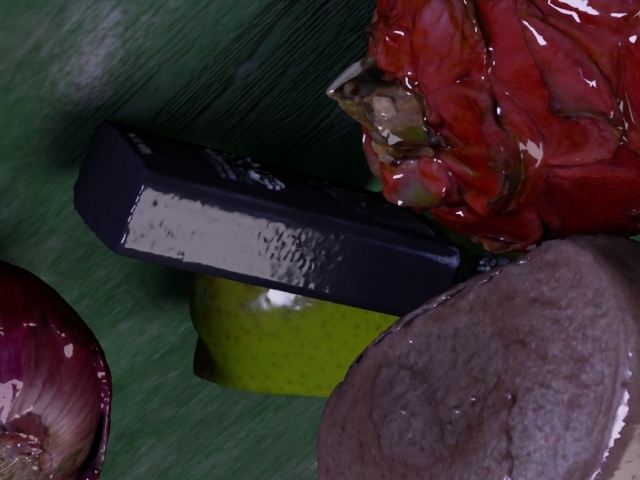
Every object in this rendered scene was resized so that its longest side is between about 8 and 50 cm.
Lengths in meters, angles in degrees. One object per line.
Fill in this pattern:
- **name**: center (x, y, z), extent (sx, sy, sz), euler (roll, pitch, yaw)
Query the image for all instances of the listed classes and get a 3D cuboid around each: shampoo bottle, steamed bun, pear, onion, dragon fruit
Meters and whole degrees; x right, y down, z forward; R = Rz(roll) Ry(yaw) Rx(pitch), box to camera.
- **shampoo bottle**: center (0.000, 0.000, 0.943), extent (0.309, 0.098, 0.071), euler (15, 103, -32)
- **steamed bun**: center (0.164, 0.141, 0.923), extent (0.251, 0.199, 0.301), euler (16, 140, -33)
- **pear**: center (0.013, 0.037, 1.137), extent (0.292, 0.292, 0.159), euler (-4, 96, -60)
- **onion**: center (-0.240, 0.120, 0.880), extent (0.248, 0.161, 0.248), euler (-44, 143, -48)
- **dragon fruit**: center (0.172, -0.132, 0.926), extent (0.342, 0.277, 0.277), euler (-23, 158, -7)
